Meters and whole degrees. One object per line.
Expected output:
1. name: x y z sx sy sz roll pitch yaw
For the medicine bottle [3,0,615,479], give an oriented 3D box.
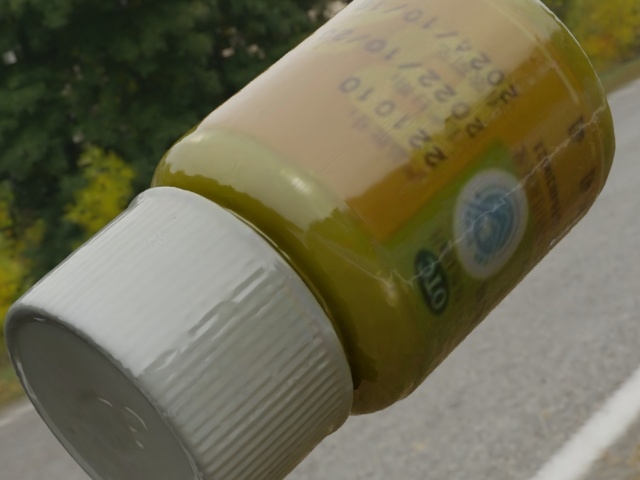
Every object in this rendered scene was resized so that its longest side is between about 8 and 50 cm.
1. medicine bottle: 0.000 0.000 0.981 0.384 0.224 0.224 -41 16 -29
